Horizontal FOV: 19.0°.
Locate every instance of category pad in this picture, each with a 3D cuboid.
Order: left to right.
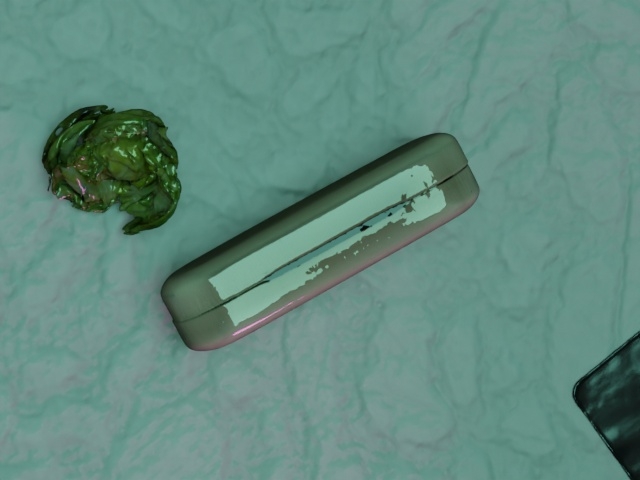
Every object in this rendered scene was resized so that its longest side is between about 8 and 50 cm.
[{"bbox_3d":[0.242,0.123,1.211,0.112,0.003,0.157,-38,99,-10],"label":"pad"}]

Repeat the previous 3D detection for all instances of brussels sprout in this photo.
[{"bbox_3d":[-0.120,-0.045,1.099,0.085,0.058,0.085,-2,124,-3],"label":"brussels sprout"}]

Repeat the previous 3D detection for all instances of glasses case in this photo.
[{"bbox_3d":[0.000,0.000,1.112,0.196,0.083,0.050,-29,99,-10],"label":"glasses case"}]
